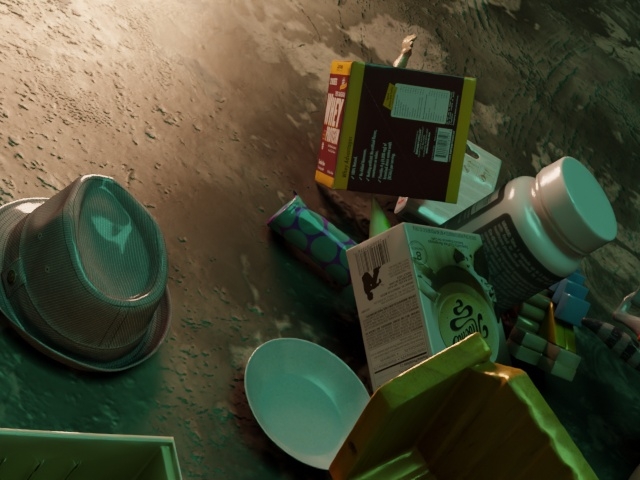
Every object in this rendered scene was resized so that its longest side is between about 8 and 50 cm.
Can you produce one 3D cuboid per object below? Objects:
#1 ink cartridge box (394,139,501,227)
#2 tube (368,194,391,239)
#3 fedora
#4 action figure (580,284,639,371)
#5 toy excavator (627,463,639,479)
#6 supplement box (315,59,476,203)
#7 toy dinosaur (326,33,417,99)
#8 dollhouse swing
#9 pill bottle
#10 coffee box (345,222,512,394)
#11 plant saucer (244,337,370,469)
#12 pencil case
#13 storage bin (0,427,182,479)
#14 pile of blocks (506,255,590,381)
[{"bbox_3d":[0.209,-0.087,1.985,0.145,0.045,0.179,29,57,-14],"label":"ink cartridge box"},{"bbox_3d":[0.096,0.041,1.786,0.062,0.070,0.240,15,41,-14],"label":"tube"},{"bbox_3d":[-0.270,0.018,1.450,0.243,0.124,0.275,14,44,-31],"label":"fedora"},{"bbox_3d":[0.539,0.228,1.830,0.178,0.341,0.330,-26,76,-15],"label":"action figure"},{"bbox_3d":[0.479,0.456,1.533,0.222,0.433,0.445,35,66,-7],"label":"toy excavator"},{"bbox_3d":[0.110,-0.165,1.835,0.194,0.191,0.129,7,7,-13],"label":"supplement box"},{"bbox_3d":[0.125,-0.197,2.016,0.200,0.127,0.296,55,45,-28],"label":"toy dinosaur"},{"bbox_3d":[0.088,0.340,1.205,0.304,0.315,0.347,-17,61,-28],"label":"dollhouse swing"},{"bbox_3d":[0.276,0.008,1.769,0.161,0.283,0.161,35,37,-32],"label":"pill bottle"},{"bbox_3d":[0.155,0.140,1.618,0.168,0.119,0.297,7,64,-44],"label":"coffee box"},{"bbox_3d":[-0.018,0.213,1.537,0.195,0.037,0.195,23,39,-21],"label":"plant saucer"},{"bbox_3d":[0.000,0.000,1.746,0.151,0.064,0.070,39,2,-2],"label":"pencil case"},{"bbox_3d":[-0.257,0.323,1.153,0.262,0.123,0.260,10,46,-34],"label":"storage bin"},{"bbox_3d":[0.337,0.049,1.913,0.112,0.149,0.362,22,41,-23],"label":"pile of blocks"}]
